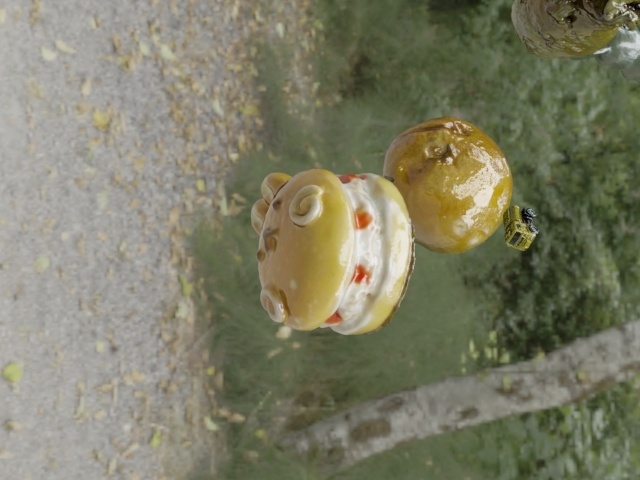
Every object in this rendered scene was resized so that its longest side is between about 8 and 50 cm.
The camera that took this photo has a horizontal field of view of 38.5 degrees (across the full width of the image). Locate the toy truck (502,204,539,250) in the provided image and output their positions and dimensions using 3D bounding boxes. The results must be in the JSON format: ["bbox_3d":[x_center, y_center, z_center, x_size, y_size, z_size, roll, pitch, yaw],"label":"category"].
[{"bbox_3d":[0.365,-0.023,1.685,0.083,0.054,0.049,-83,-165,-49],"label":"toy truck"}]

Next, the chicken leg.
[{"bbox_3d":[0.194,-0.178,0.699,0.093,0.070,0.178,43,6,-14],"label":"chicken leg"}]

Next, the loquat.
[{"bbox_3d":[0.255,-0.106,1.905,0.284,0.276,0.276,96,5,-57],"label":"loquat"}]

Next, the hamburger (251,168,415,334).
[{"bbox_3d":[0.000,0.000,1.433,0.303,0.186,0.261,-108,-145,-46],"label":"hamburger"}]

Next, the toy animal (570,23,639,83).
[{"bbox_3d":[0.544,-0.334,1.590,0.236,0.138,0.108,18,84,-26],"label":"toy animal"}]
